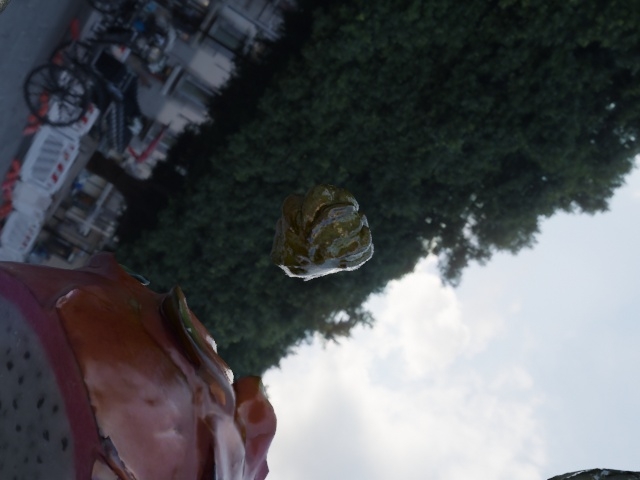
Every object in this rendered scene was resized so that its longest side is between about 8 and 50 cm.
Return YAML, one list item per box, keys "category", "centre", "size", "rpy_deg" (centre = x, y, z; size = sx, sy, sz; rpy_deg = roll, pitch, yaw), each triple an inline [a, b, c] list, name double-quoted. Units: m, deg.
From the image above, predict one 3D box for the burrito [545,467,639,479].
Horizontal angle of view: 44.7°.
- category: "burrito"
  centre: [0.335, 0.264, 0.785]
  size: [0.058, 0.229, 0.063]
  rpy_deg: [-91, -172, -49]

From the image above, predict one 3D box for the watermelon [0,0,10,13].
- category: "watermelon"
  centre: [-0.241, -0.178, 0.369]
  size: [0.212, 0.212, 0.212]
  rpy_deg: [-52, -163, 23]

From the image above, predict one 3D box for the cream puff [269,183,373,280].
- category: "cream puff"
  centre: [0.000, 0.000, 0.549]
  size: [0.083, 0.083, 0.058]
  rpy_deg: [-1, -138, 45]

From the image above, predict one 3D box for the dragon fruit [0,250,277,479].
- category: "dragon fruit"
  centre: [-0.167, 0.142, 0.533]
  size: [0.291, 0.189, 0.290]
  rpy_deg: [-3, -95, 33]
